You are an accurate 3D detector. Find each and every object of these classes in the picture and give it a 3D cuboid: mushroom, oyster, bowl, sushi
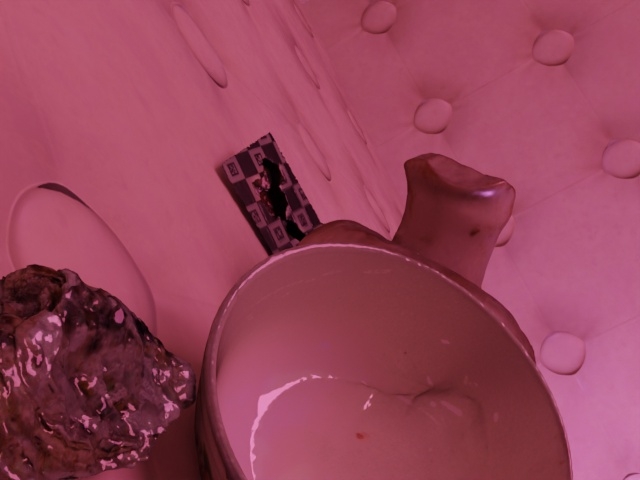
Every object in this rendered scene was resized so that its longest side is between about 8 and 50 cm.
[{"bbox_3d":[0.116,0.062,0.795,0.297,0.290,0.297,32,0,0],"label":"mushroom"},{"bbox_3d":[-0.131,0.067,0.397,0.125,0.064,0.177,66,12,1],"label":"oyster"},{"bbox_3d":[0.028,0.146,0.549,0.277,0.145,0.277,15,46,-16],"label":"bowl"},{"bbox_3d":[-0.057,-0.029,0.976,0.201,0.031,0.139,61,32,-11],"label":"sushi"}]

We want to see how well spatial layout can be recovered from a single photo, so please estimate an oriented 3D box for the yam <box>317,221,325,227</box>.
[{"bbox_3d":[0.000,0.000,1.099,0.054,0.054,0.132,65,14,18],"label":"yam"}]
